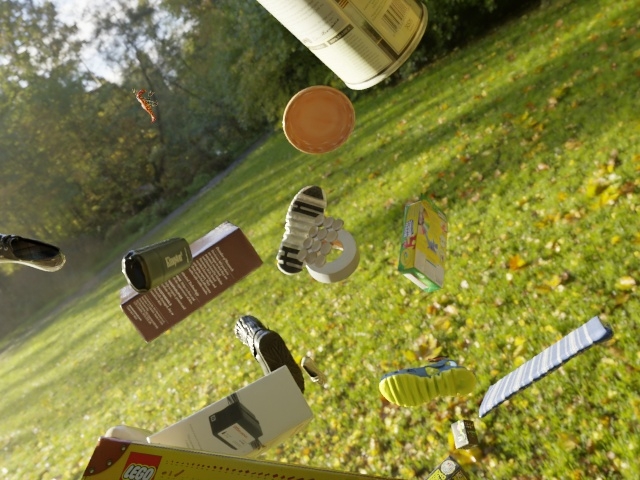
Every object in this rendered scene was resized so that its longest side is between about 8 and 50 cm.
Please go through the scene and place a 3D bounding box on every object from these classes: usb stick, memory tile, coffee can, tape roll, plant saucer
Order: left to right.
[{"bbox_3d":[-0.305,0.041,1.033,0.045,0.077,0.278,-21,5,4],"label":"usb stick"},{"bbox_3d":[-0.005,-0.335,1.483,0.200,0.200,0.037,-31,36,12],"label":"plant saucer"},{"bbox_3d":[0.000,0.000,1.461,0.113,0.012,0.148,15,75,46],"label":"memory tile"},{"bbox_3d":[0.044,0.058,2.123,0.219,0.072,0.219,-9,54,12],"label":"tape roll"},{"bbox_3d":[0.026,-0.428,0.932,0.202,0.275,0.201,-30,43,32],"label":"coffee can"}]

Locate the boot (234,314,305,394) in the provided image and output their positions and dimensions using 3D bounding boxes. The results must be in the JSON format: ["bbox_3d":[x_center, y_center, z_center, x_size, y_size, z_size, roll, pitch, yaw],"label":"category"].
[{"bbox_3d":[-0.199,0.463,2.098,0.131,0.347,0.260,-25,17,-26],"label":"boot"}]

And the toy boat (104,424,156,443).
[{"bbox_3d":[-0.481,0.585,1.418,0.231,0.151,0.151,13,71,23],"label":"toy boat"}]

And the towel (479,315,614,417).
[{"bbox_3d":[0.523,0.292,1.240,0.336,0.040,0.243,-41,-17,18],"label":"towel"}]

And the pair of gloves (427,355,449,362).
[{"bbox_3d":[0.419,0.422,1.908,0.074,0.083,0.010,-8,66,9],"label":"pair of gloves"}]

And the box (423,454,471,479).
[{"bbox_3d":[0.386,0.815,1.633,0.216,0.270,0.060,-41,29,-11],"label":"box"}]

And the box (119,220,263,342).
[{"bbox_3d":[-0.371,0.106,1.526,0.381,0.143,0.191,-33,18,-14],"label":"box"}]

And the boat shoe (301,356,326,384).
[{"bbox_3d":[-0.030,0.539,2.180,0.056,0.153,0.048,-16,27,26],"label":"boat shoe"}]

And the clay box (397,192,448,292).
[{"bbox_3d":[0.261,0.003,1.343,0.053,0.127,0.222,-20,46,41],"label":"clay box"}]

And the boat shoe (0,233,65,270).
[{"bbox_3d":[-0.760,0.020,1.337,0.076,0.229,0.080,125,158,-53],"label":"boat shoe"}]

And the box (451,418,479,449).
[{"bbox_3d":[0.493,0.661,1.826,0.062,0.052,0.083,-48,36,41],"label":"box"}]

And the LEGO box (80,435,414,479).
[{"bbox_3d":[-0.057,0.464,0.770,0.501,0.372,0.193,0,51,19],"label":"LEGO box"}]

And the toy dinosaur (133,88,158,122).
[{"bbox_3d":[-0.454,-0.363,1.408,0.047,0.090,0.082,-19,3,5],"label":"toy dinosaur"}]

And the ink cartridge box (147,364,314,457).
[{"bbox_3d":[-0.190,0.414,1.143,0.308,0.129,0.223,-23,-21,-23],"label":"ink cartridge box"}]

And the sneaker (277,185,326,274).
[{"bbox_3d":[-0.065,-0.033,1.665,0.118,0.110,0.292,137,154,-79],"label":"sneaker"}]

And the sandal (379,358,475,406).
[{"bbox_3d":[0.359,0.477,1.826,0.318,0.126,0.138,-7,13,8],"label":"sandal"}]
